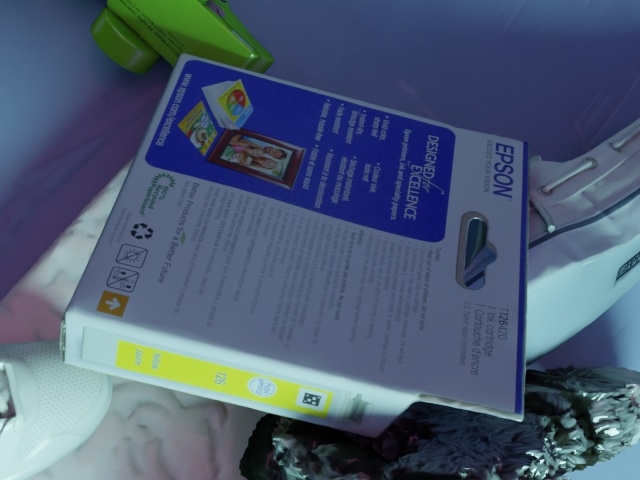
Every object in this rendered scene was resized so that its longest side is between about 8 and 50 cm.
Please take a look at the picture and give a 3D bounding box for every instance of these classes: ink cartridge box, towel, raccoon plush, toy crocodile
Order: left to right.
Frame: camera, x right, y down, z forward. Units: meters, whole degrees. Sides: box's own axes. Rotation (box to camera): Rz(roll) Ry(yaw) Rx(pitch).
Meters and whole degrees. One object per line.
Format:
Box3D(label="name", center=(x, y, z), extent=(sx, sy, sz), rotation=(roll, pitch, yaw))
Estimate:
Box3D(label="toy crocodile", center=(-0.184, -0.248, 0.967), extent=(0.340, 0.105, 0.115), rotation=(38, 113, -3))
Box3D(label="towel", center=(-0.106, 0.120, 0.923), extent=(0.332, 0.053, 0.317), rotation=(39, 73, -1))
Box3D(label="ink cartridge box", center=(0.000, 0.000, 0.844), extent=(0.307, 0.072, 0.304), rotation=(16, 43, -2))
Box3D(label="raccoon plush", center=(0.117, 0.276, 0.849), extent=(0.446, 0.216, 0.299), rotation=(-2, 100, -27))

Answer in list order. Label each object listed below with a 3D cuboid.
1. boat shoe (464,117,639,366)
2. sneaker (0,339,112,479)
Box3D(label="boat shoe", center=(0.194, -0.019, 0.959), extent=(0.367, 0.136, 0.156), rotation=(-32, 57, -26))
Box3D(label="sneaker", center=(-0.265, 0.118, 0.754), extent=(0.292, 0.169, 0.108), rotation=(-12, 75, -29))
